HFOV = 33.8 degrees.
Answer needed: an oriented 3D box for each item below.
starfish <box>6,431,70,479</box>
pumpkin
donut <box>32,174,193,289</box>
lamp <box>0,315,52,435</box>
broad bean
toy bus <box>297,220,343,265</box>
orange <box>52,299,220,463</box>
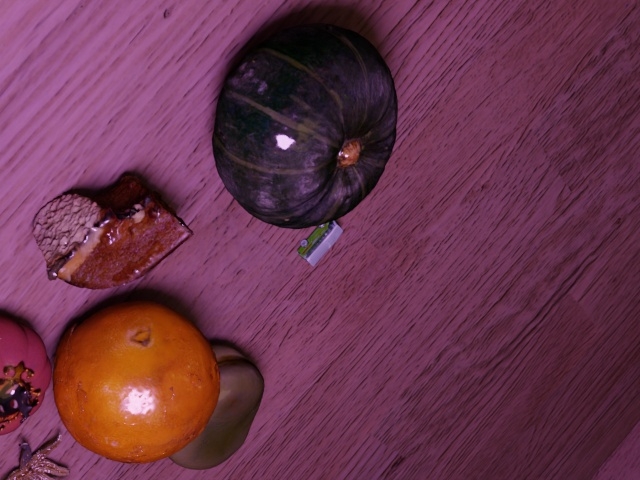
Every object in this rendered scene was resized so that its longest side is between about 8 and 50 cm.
[{"bbox_3d":[-0.447,0.350,1.603,0.130,0.041,0.133,-34,130,-31],"label":"starfish"},{"bbox_3d":[-0.024,-0.159,1.496,0.300,0.207,0.300,-35,139,-38],"label":"pumpkin"},{"bbox_3d":[-0.289,-0.010,1.426,0.187,0.126,0.144,-38,144,-8],"label":"donut"},{"bbox_3d":[-0.447,0.192,1.418,0.182,0.140,0.182,-24,131,-30],"label":"lamp"},{"bbox_3d":[-0.178,0.279,1.753,0.189,0.121,0.263,-22,146,-35],"label":"broad bean"},{"bbox_3d":[0.000,0.000,1.749,0.083,0.037,0.031,-49,139,-3],"label":"toy bus"},{"bbox_3d":[-0.264,0.205,1.519,0.240,0.240,0.240,-23,131,-28],"label":"orange"}]
